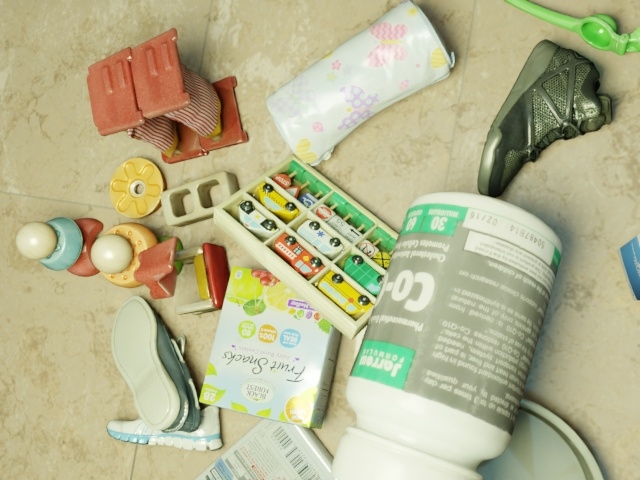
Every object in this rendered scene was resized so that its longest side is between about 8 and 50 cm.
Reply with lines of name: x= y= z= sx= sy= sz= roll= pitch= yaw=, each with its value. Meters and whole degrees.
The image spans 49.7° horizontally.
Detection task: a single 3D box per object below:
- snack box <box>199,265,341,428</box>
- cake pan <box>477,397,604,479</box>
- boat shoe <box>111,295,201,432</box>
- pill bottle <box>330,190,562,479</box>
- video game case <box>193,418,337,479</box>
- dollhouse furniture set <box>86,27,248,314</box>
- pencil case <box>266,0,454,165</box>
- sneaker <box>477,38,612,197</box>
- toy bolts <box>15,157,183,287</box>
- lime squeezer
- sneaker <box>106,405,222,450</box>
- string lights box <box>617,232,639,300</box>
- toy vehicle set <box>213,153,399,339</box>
snack box: x=-0.064 y=0.154 z=1.012 sx=0.174 sy=0.070 sz=0.207 roll=7 pitch=77 yaw=18
cake pan: x=0.228 y=0.347 z=0.925 sx=0.293 sy=0.054 sz=0.293 roll=-2 pitch=85 yaw=18
boat shoe: x=-0.249 y=0.188 z=1.065 sx=0.095 sy=0.079 sz=0.254 roll=-48 pitch=48 yaw=8
pill bottle: x=0.152 y=0.140 z=0.848 sx=0.204 sy=0.204 sz=0.361 roll=15 pitch=74 yaw=19
video game case: x=-0.058 y=0.459 z=1.019 sx=0.300 sy=0.036 sz=0.329 roll=-43 pitch=75 yaw=10
dollhouse furniture set: x=-0.197 y=-0.085 z=1.024 sx=0.152 sy=0.201 sz=0.374 roll=-16 pitch=80 yaw=16
pencil case: x=0.055 y=-0.225 z=1.002 sx=0.273 sy=0.113 sz=0.124 roll=-34 pitch=84 yaw=13
sneaker: x=0.303 y=-0.147 z=0.927 sx=0.130 sy=0.087 sz=0.227 roll=29 pitch=89 yaw=24
toy bolts: x=-0.359 y=-0.027 z=1.094 sx=0.228 sy=0.158 sz=0.218 roll=-8 pitch=83 yaw=17
lime squeezer: x=0.402 y=-0.302 z=0.925 sx=0.310 sy=0.059 sz=0.110 roll=1 pitch=86 yaw=19
sneaker: x=-0.241 y=0.280 z=1.084 sx=0.190 sy=0.071 sz=0.083 roll=1 pitch=78 yaw=10
string lights box: x=0.425 y=0.016 z=0.782 sx=0.133 sy=0.259 sz=0.077 roll=-17 pitch=80 yaw=17
toy vehicle set: x=0.000 y=0.000 z=0.988 sx=0.267 sy=0.035 sz=0.166 roll=39 pitch=56 yaw=17
